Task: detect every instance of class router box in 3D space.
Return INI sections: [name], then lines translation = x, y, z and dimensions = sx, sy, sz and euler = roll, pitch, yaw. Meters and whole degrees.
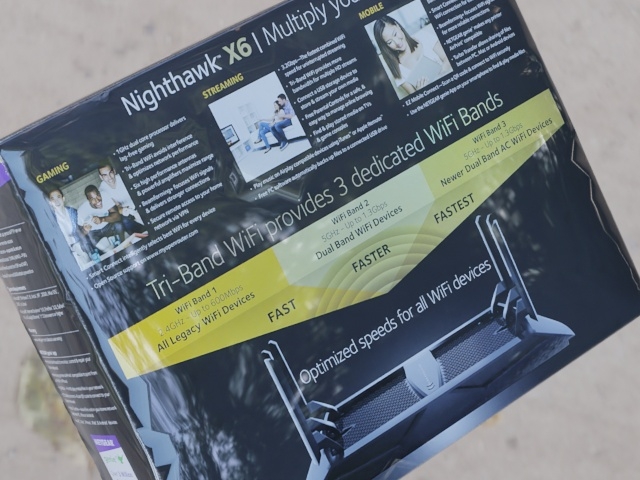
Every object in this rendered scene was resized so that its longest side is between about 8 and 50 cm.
[router box]
translation = 0.000, 0.000, 0.893
dimensions = 0.309, 0.081, 0.243
euler = -29, 100, -28
